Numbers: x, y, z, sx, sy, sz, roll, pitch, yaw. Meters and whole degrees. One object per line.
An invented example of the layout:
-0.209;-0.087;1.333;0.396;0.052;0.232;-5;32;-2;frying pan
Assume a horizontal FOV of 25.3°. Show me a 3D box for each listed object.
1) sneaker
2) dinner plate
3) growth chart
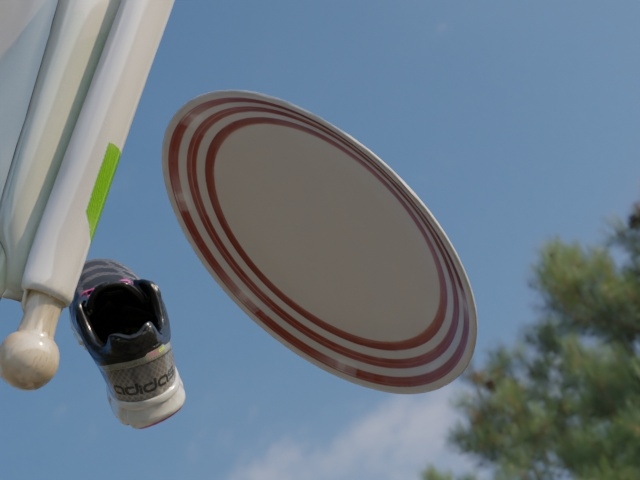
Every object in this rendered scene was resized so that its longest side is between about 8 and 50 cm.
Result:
-0.133;0.048;0.944;0.063;0.170;0.074;-15;-56;-13;sneaker
0.000;0.000;0.525;0.017;0.141;0.141;-49;-28;-33;dinner plate
-0.144;-0.055;0.439;0.237;0.172;0.021;9;-22;30;growth chart
